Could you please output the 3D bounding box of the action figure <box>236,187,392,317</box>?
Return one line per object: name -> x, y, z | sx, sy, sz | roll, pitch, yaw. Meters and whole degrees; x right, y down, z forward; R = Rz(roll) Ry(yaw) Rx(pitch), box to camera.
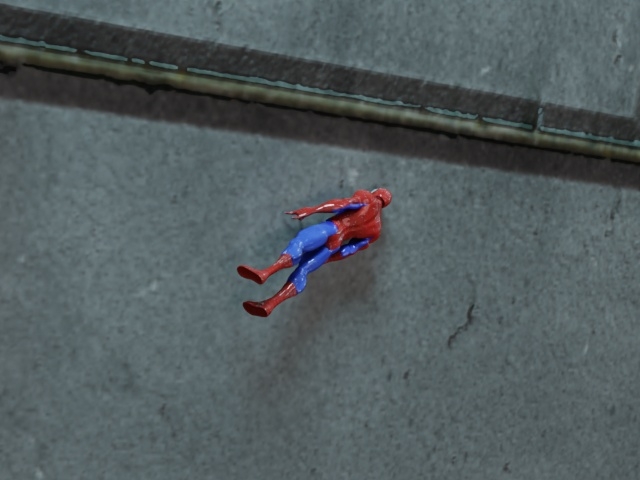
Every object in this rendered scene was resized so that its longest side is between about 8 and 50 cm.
action figure -> 0.000, 0.000, 1.074 | 0.115, 0.030, 0.038 | -33, 125, -35
